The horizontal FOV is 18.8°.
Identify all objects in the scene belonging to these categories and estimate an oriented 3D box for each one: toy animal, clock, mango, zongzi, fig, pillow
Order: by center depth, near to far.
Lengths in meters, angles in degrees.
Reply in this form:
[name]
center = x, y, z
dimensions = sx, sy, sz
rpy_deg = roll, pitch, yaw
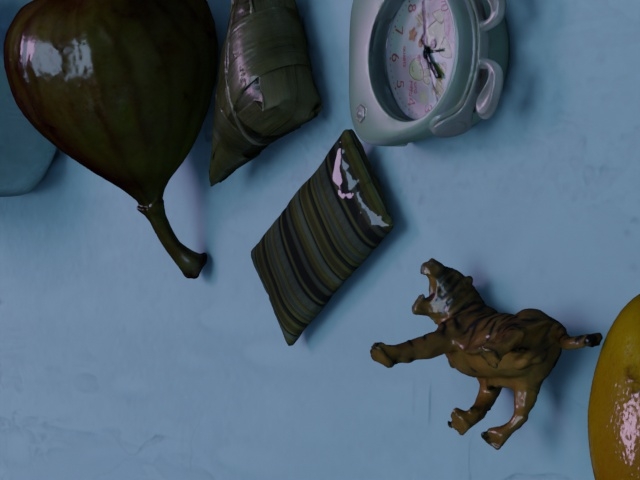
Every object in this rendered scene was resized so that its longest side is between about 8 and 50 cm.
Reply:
[mango]
center = 0.254, 0.131, 1.366
dimensions = 0.145, 0.112, 0.219
rpy_deg = -47, 39, 42
[toy animal]
center = 0.154, 0.085, 1.518
dimensions = 0.114, 0.116, 0.255
rpy_deg = 51, 156, -19
[clock]
center = 0.098, -0.157, 1.637
dimensions = 0.191, 0.062, 0.151
rpy_deg = -1, 88, 55
[pillow]
center = 0.000, 0.000, 1.796
dimensions = 0.203, 0.038, 0.113
rpy_deg = -50, 53, 43
[zongzi]
center = -0.073, -0.158, 1.880
dimensions = 0.176, 0.078, 0.160
rpy_deg = -37, 54, 53
[fig]
center = -0.185, -0.109, 1.958
dimensions = 0.217, 0.217, 0.321
rpy_deg = -7, 101, 55

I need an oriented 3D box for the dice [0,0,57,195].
[dice]
center = -0.471, -0.186, 2.290
dimensions = 0.265, 0.268, 0.262
rpy_deg = 1, 88, 57
